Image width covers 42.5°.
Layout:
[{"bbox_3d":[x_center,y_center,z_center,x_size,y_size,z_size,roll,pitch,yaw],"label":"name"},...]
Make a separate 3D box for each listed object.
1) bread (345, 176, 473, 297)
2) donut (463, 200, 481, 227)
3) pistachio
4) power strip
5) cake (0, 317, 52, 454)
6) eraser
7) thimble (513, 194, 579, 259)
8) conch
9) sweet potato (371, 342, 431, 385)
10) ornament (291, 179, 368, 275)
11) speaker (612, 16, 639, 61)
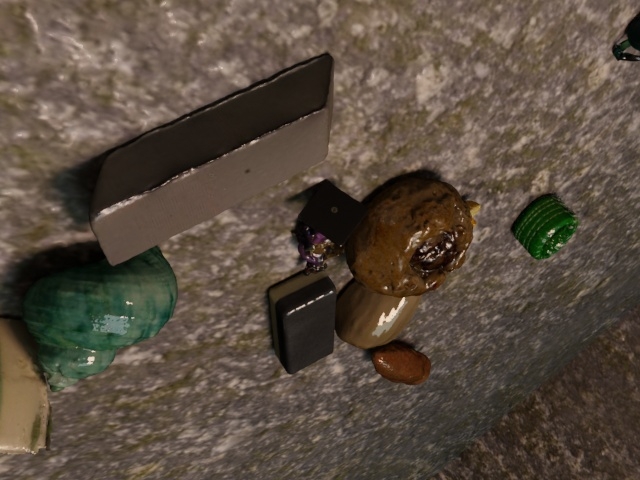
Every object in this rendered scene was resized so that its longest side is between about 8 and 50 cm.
[{"bbox_3d":[0.155,0.002,1.369,0.230,0.123,0.230,-19,138,-18],"label":"bread"},{"bbox_3d":[0.274,-0.042,1.523,0.038,0.067,0.083,-46,121,-18],"label":"donut"},{"bbox_3d":[0.112,0.112,1.530,0.206,0.131,0.129,-55,-168,10],"label":"pistachio"},{"bbox_3d":[-0.032,0.149,1.470,0.105,0.070,0.256,-24,149,-16],"label":"power strip"},{"bbox_3d":[-0.488,0.191,1.046,0.284,0.172,0.158,-14,159,34],"label":"cake"},{"bbox_3d":[-0.117,-0.101,0.983,0.353,0.077,0.111,-28,154,-15],"label":"eraser"},{"bbox_3d":[0.475,-0.028,1.737,0.118,0.090,0.130,6,131,-50],"label":"thimble"},{"bbox_3d":[-0.278,0.095,1.038,0.202,0.134,0.196,-38,151,2],"label":"conch"},{"bbox_3d":[0.181,0.284,1.883,0.097,0.097,0.252,-43,153,13],"label":"sweet potato"},{"bbox_3d":[0.005,-0.007,1.277,0.081,0.088,0.203,-52,172,-22],"label":"ornament"},{"bbox_3d":[0.540,-0.329,1.375,0.075,0.060,0.094,1,135,-47],"label":"speaker"}]
